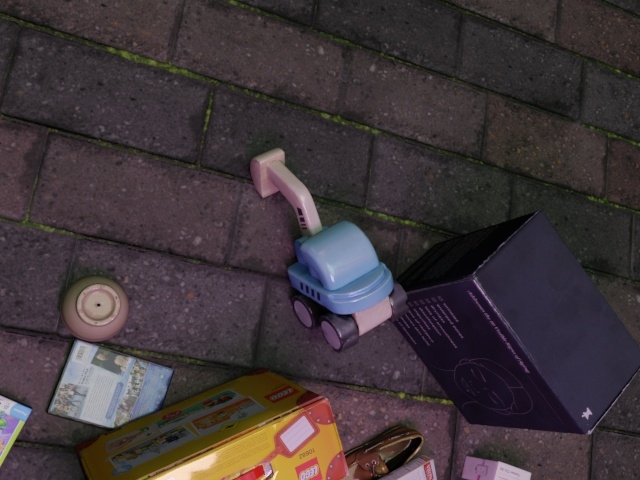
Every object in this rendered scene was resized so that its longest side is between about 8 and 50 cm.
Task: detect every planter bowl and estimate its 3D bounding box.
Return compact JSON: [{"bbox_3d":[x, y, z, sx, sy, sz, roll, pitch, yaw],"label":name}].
[{"bbox_3d":[-0.529,0.155,1.655,0.162,0.109,0.162,4,78,-21],"label":"planter bowl"}]

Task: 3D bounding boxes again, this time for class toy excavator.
[{"bbox_3d":[0.000,0.000,1.818,0.222,0.433,0.445,-26,119,-24],"label":"toy excavator"}]

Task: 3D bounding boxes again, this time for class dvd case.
[{"bbox_3d":[-0.499,0.360,1.677,0.253,0.022,0.180,22,74,-18],"label":"dvd case"}]

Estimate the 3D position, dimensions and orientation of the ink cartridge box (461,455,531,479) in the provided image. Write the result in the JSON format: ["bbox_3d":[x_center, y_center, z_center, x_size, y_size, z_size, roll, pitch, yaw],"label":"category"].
[{"bbox_3d":[0.496,0.651,1.932,0.115,0.198,0.067,23,73,-17],"label":"ink cartridge box"}]

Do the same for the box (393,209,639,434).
[{"bbox_3d":[0.483,0.230,1.857,0.297,0.472,0.480,-40,97,-23],"label":"box"}]

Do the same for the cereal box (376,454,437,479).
[{"bbox_3d":[0.203,0.680,1.802,0.240,0.047,0.173,-17,104,-30],"label":"cereal box"}]

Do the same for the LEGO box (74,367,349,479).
[{"bbox_3d":[-0.252,0.487,1.550,0.500,0.372,0.193,-19,99,-23],"label":"LEGO box"}]

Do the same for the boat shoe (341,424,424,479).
[{"bbox_3d":[0.140,0.590,1.849,0.307,0.104,0.110,-34,96,-23],"label":"boat shoe"}]

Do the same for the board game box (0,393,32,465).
[{"bbox_3d":[-0.839,0.397,1.499,0.347,0.078,0.233,29,71,-15],"label":"board game box"}]
